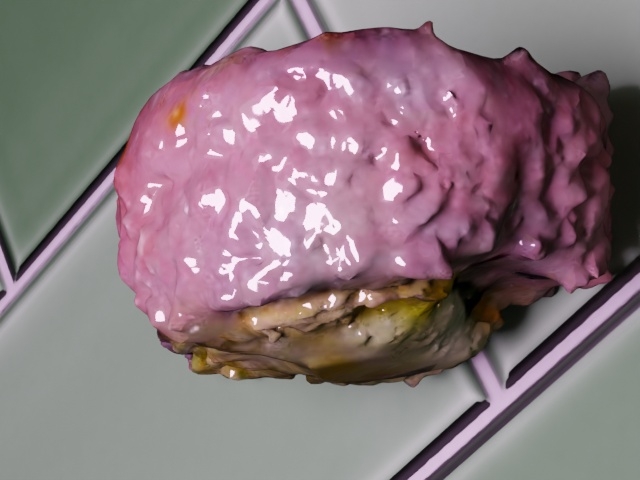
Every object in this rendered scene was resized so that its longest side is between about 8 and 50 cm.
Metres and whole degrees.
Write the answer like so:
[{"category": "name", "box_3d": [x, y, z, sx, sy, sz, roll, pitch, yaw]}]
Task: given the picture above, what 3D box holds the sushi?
[{"category": "sushi", "box_3d": [-0.012, -0.003, 0.700, 0.241, 0.161, 0.107, -14, 74, 43]}]
